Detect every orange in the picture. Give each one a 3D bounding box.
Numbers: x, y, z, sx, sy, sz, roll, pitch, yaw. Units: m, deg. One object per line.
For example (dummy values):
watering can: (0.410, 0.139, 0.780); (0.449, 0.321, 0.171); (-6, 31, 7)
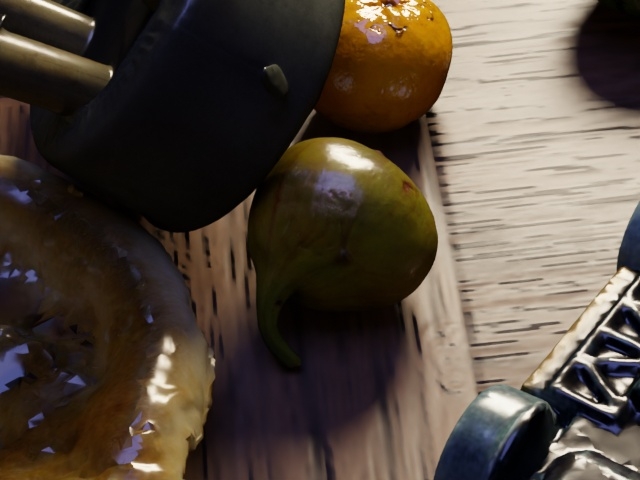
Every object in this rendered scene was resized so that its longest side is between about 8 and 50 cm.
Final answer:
orange: (0.026, -0.094, 0.845); (0.083, 0.070, 0.083); (0, 45, 0)

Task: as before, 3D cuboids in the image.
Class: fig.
fig: (0.000, 0.000, 0.757); (0.098, 0.084, 0.082); (-39, 24, -20)

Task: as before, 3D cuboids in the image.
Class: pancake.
pancake: (-0.211, 0.080, 0.710); (0.356, 0.065, 0.356); (-4, 43, 4)

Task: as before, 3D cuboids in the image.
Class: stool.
stool: (-0.095, -0.092, 0.780); (0.228, 0.139, 0.153); (-19, 50, 52)

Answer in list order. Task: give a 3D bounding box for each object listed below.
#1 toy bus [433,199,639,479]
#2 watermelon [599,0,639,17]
toy bus: (0.128, 0.105, 0.586); (0.138, 0.167, 0.275); (25, 50, 26)
watermelon: (0.181, -0.155, 0.891); (0.105, 0.062, 0.105); (-8, 48, 9)
